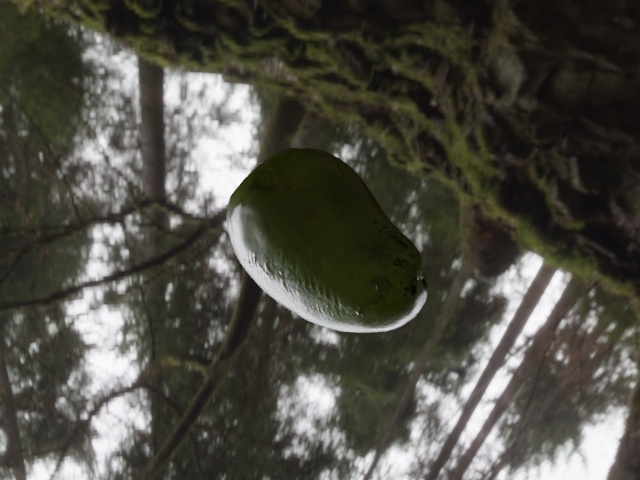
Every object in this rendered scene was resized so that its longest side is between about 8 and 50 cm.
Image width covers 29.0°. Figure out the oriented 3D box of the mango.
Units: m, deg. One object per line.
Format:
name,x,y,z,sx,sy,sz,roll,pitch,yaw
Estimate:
mango,0.000,0.000,0.702,0.074,0.091,0.165,-9,-158,-28
